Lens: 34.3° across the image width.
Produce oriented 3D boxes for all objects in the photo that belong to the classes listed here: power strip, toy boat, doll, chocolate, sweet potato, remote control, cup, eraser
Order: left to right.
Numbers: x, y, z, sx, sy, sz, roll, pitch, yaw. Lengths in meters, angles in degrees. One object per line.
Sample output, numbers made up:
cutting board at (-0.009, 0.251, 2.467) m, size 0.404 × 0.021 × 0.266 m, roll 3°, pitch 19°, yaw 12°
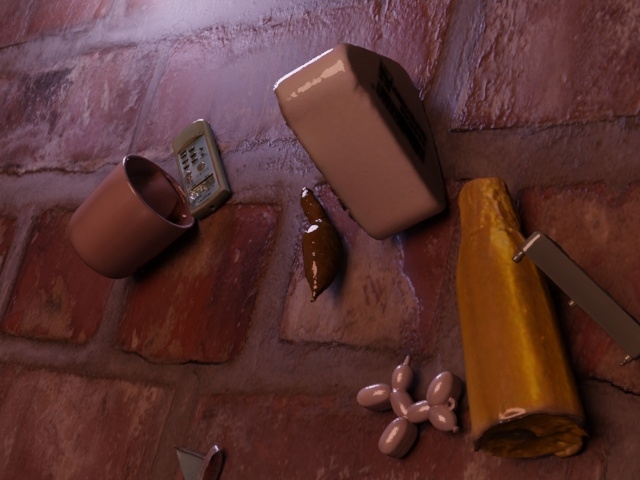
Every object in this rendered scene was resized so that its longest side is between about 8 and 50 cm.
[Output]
cup at (-0.391, -0.054, 2.142) m, size 0.200 × 0.191 × 0.253 m, roll -40°, pitch 17°, yaw 20°
toy boat at (-0.226, 0.402, 1.846) m, size 0.122 × 0.034 × 0.096 m, roll 4°, pitch 69°, yaw 50°
remote control at (-0.251, -0.152, 2.164) m, size 0.098 × 0.038 × 0.233 m, roll -36°, pitch 49°, yaw 20°
sweet potato at (0.002, -0.002, 1.848) m, size 0.075 × 0.075 × 0.269 m, roll -31°, pitch 41°, yaw 23°
eraser at (0.064, -0.200, 1.738) m, size 0.150 × 0.331 × 0.331 m, roll -28°, pitch 51°, yaw 25°
doll at (0.146, 0.253, 1.592) m, size 0.160 × 0.059 × 0.161 m, roll -42°, pitch 46°, yaw 16°
chocolate at (0.281, 0.097, 1.516) m, size 0.162 × 0.162 × 0.445 m, roll -25°, pitch 48°, yaw 28°
power strip at (0.364, 0.077, 1.449) m, size 0.061 × 0.145 × 0.215 m, roll -45°, pitch 81°, yaw 9°
